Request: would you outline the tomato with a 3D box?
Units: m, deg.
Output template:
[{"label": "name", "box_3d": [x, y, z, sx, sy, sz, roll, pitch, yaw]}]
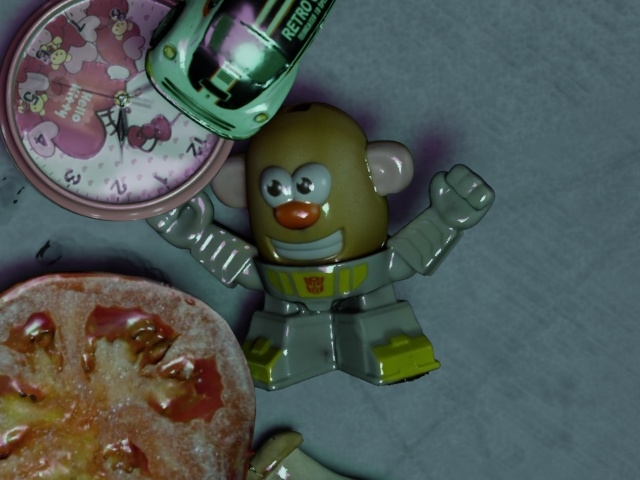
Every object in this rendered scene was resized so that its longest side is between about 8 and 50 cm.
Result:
[{"label": "tomato", "box_3d": [-0.224, 0.194, 1.768, 0.338, 0.143, 0.338, 1, 73, -4]}]

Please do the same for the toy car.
[{"label": "toy car", "box_3d": [-0.044, -0.247, 1.678, 0.136, 0.125, 0.306, 35, 71, -16]}]

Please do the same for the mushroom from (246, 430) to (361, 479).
[{"label": "mushroom", "box_3d": [0.012, 0.300, 1.914, 0.225, 0.093, 0.116, 32, 82, -9]}]

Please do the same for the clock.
[{"label": "clock", "box_3d": [-0.200, -0.139, 1.728, 0.244, 0.056, 0.244, 0, 87, -4]}]

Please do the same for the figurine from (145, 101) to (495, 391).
[{"label": "figurine", "box_3d": [-0.001, 0.000, 1.779, 0.343, 0.167, 0.284, -7, 102, -9]}]
